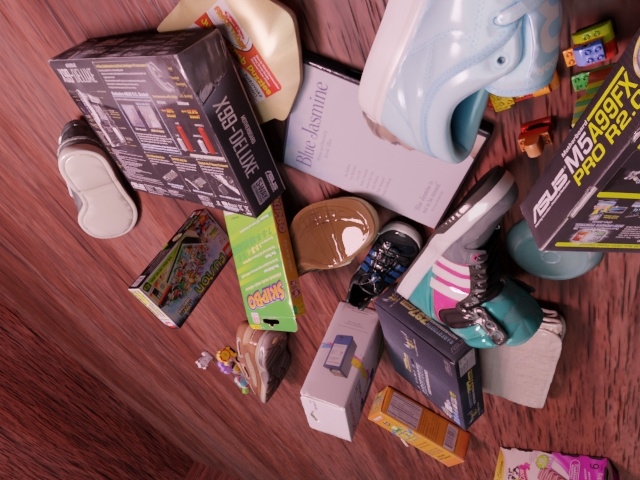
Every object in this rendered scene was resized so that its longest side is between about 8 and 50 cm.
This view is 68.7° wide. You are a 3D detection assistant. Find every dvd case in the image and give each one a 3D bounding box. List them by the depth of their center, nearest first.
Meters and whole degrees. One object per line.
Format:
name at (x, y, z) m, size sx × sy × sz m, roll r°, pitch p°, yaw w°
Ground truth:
dvd case at (0.070, -0.125, 0.617) m, size 0.253 × 0.022 × 0.180 m, roll 25°, pitch 143°, yaw 8°

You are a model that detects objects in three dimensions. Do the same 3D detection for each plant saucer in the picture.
plant saucer at (0.307, 0.016, 0.621) m, size 0.120 × 0.021 × 0.119 m, roll 19°, pitch 143°, yaw 15°

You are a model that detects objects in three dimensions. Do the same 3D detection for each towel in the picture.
towel at (0.305, 0.190, 0.807) m, size 0.187 × 0.049 × 0.282 m, roll 12°, pitch 141°, yaw 25°

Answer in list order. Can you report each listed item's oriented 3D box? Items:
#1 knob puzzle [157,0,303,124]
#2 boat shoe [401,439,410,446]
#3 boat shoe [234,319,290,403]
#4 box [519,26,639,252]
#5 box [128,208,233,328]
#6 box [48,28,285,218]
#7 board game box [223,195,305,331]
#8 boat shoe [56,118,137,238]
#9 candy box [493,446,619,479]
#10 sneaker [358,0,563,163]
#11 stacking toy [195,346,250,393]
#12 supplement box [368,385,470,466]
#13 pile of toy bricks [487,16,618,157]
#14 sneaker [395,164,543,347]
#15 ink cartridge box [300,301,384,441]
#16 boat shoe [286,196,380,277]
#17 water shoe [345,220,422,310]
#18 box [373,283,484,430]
knob puzzle at (-0.094, -0.237, 0.584) m, size 0.213 × 0.030 × 0.213 m, roll 21°, pitch 141°, yaw 18°
boat shoe at (0.212, 0.485, 1.218) m, size 0.043 × 0.049 × 0.137 m, roll -34°, pitch 115°, yaw 5°
boat shoe at (-0.154, 0.305, 1.205) m, size 0.117 × 0.123 × 0.324 m, roll 25°, pitch 137°, yaw 18°
box at (0.338, -0.073, 0.370) m, size 0.270 × 0.060 × 0.216 m, roll 1°, pitch 143°, yaw -7°
box at (-0.251, 0.050, 0.884) m, size 0.036 × 0.207 × 0.114 m, roll -6°, pitch 131°, yaw 38°
box at (-0.225, -0.168, 0.684) m, size 0.308 × 0.076 × 0.242 m, roll 13°, pitch 140°, yaw 35°
board game box at (-0.098, 0.023, 0.781) m, size 0.124 × 0.039 × 0.259 m, roll -6°, pitch 95°, yaw 43°
boat shoe at (-0.452, -0.112, 0.953) m, size 0.319 × 0.116 × 0.099 m, roll 108°, pitch 143°, yaw -60°
candy box at (0.490, 0.538, 0.993) m, size 0.234 × 0.159 × 0.071 m, roll -19°, pitch 120°, yaw 45°
sneaker at (0.146, -0.202, 0.366) m, size 0.150 × 0.135 × 0.366 m, roll 42°, pitch 156°, yaw 14°
stacking toy at (-0.265, 0.412, 1.446) m, size 0.221 × 0.052 × 0.167 m, roll 44°, pitch 141°, yaw -20°
supplement box at (0.236, 0.448, 1.128) m, size 0.234 × 0.080 × 0.078 m, roll 32°, pitch 141°, yaw 1°
pile of toy bricks at (0.255, -0.126, 0.420) m, size 0.212 × 0.105 × 0.118 m, roll -10°, pitch 128°, yaw 42°
sneaker at (0.219, 0.047, 0.608) m, size 0.178 × 0.124 × 0.295 m, roll 38°, pitch 153°, yaw 13°
ink cartridge box at (0.049, 0.253, 0.913) m, size 0.093 × 0.212 × 0.154 m, roll 13°, pitch 140°, yaw 22°
boat shoe at (0.000, 0.000, 0.769) m, size 0.285 × 0.089 × 0.104 m, roll -25°, pitch 84°, yaw 47°
water shoe at (0.100, 0.051, 0.752) m, size 0.073 × 0.080 × 0.203 m, roll 28°, pitch 143°, yaw 2°
box at (0.193, 0.207, 0.826) m, size 0.183 × 0.059 × 0.232 m, roll 37°, pitch 155°, yaw 44°
